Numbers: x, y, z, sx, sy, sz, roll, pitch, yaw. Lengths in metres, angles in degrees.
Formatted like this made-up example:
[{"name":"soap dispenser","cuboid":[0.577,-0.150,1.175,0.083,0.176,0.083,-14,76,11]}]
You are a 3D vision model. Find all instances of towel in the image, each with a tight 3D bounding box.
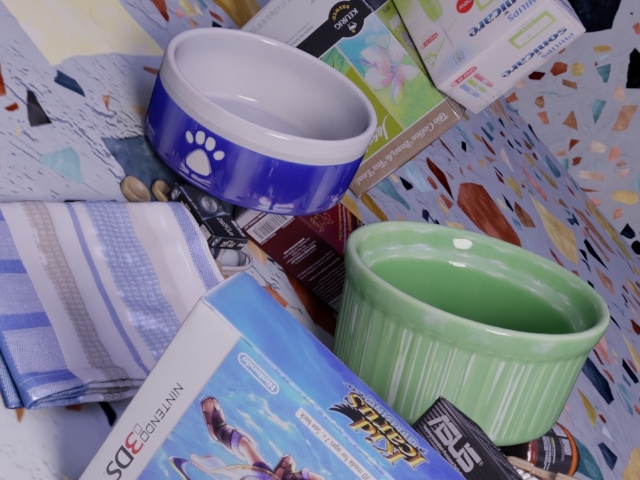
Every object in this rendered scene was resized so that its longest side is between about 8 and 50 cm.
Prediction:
[{"name":"towel","cuboid":[-0.187,0.046,0.933,0.285,0.034,0.209,-1,56,-51]}]

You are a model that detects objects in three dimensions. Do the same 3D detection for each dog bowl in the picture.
[{"name":"dog bowl","cuboid":[-0.071,-0.146,1.244,0.265,0.104,0.265,18,31,-11]}]

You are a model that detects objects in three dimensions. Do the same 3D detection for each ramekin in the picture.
[{"name":"ramekin","cuboid":[0.159,0.103,1.184,0.303,0.148,0.303,13,20,-5]}]

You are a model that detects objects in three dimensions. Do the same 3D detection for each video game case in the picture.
[{"name":"video game case","cuboid":[-0.029,0.199,0.722,0.269,0.244,0.061,43,33,11]}]

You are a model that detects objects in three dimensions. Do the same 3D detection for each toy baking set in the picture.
[{"name":"toy baking set","cuboid":[-0.133,0.022,1.115,0.256,0.030,0.196,42,25,-23]}]

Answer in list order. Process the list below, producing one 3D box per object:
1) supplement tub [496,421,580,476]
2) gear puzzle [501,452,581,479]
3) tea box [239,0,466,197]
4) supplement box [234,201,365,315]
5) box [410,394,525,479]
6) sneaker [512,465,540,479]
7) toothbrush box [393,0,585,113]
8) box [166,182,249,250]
[{"name":"supplement tub","cuboid":[0.281,0.289,1.408,0.198,0.106,0.106,22,38,-51]},{"name":"gear puzzle","cuboid":[0.203,0.290,1.159,0.339,0.175,0.044,63,46,-64]},{"name":"tea box","cuboid":[0.072,-0.296,1.696,0.323,0.220,0.329,49,24,-7]},{"name":"supplement box","cuboid":[0.000,0.000,1.336,0.239,0.073,0.130,42,24,-24]},{"name":"box","cuboid":[0.097,0.281,0.844,0.060,0.216,0.270,40,6,-29]},{"name":"sneaker","cuboid":[0.138,0.291,1.014,0.153,0.235,0.094,48,34,-41]},{"name":"toothbrush box","cuboid":[0.233,-0.370,1.562,0.122,0.206,0.283,20,41,-49]},{"name":"box","cuboid":[-0.125,-0.026,1.156,0.083,0.018,0.067,52,22,24]}]
